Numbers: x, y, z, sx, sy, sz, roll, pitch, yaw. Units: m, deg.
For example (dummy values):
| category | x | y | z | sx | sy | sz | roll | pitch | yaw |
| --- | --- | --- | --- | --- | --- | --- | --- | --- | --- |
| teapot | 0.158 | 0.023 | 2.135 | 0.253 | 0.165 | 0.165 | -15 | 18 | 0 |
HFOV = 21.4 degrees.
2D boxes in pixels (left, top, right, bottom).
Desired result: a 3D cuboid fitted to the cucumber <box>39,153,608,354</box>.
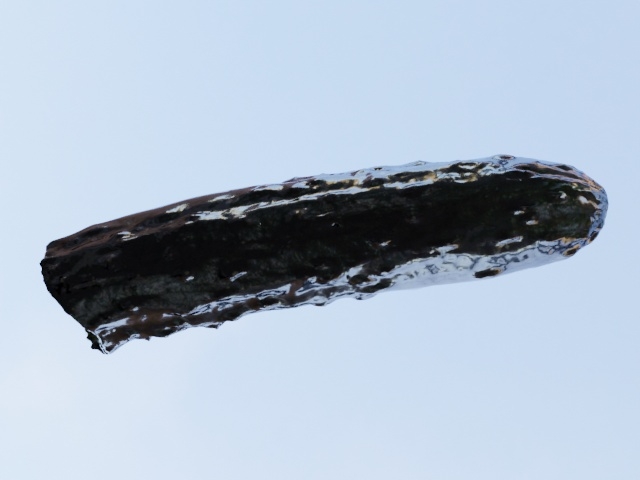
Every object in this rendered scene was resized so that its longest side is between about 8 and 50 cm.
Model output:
| category | x | y | z | sx | sy | sz | roll | pitch | yaw |
| --- | --- | --- | --- | --- | --- | --- | --- | --- | --- |
| cucumber | 0.000 | 0.000 | 0.900 | 0.303 | 0.081 | 0.072 | -12 | -128 | 13 |
